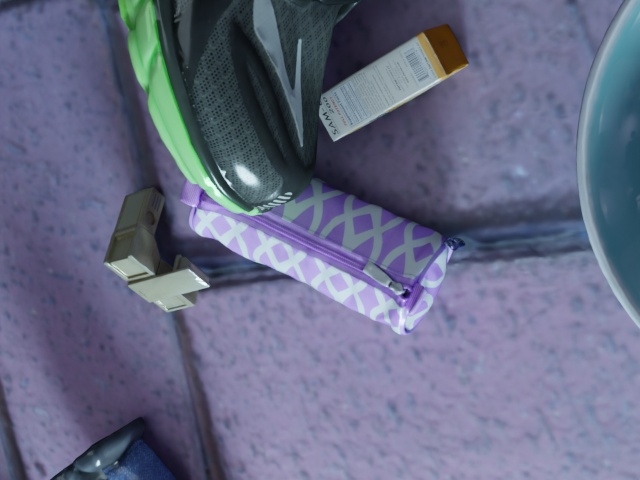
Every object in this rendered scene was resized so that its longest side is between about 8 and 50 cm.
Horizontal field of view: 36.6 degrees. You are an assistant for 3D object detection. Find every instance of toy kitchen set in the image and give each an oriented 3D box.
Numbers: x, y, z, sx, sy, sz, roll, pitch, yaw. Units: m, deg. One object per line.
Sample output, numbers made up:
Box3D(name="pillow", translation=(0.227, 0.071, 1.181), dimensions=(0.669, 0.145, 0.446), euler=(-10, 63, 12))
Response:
Box3D(name="toy kitchen set", translation=(-0.126, 0.006, 0.830), dimensions=(0.068, 0.075, 0.083), euler=(-14, 139, 31))

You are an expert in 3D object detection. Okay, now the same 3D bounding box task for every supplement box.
Box3D(name="supplement box", translation=(0.050, -0.113, 0.695), dimensions=(0.098, 0.062, 0.036), euler=(-27, 95, 29))

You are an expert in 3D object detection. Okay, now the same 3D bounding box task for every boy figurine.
Box3D(name="boy figurine", translation=(-0.136, 0.312, 0.895), dimensions=(0.177, 0.092, 0.285), euler=(-35, 86, 26))

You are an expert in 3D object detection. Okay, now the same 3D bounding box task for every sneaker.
Box3D(name="sneaker", translation=(0.011, -0.240, 0.587), dimensions=(0.202, 0.185, 0.483), euler=(16, 104, 15))

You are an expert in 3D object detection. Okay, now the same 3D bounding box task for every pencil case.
Box3D(name="pencil case", translation=(0.000, 0.000, 0.738), dimensions=(0.206, 0.088, 0.086), euler=(24, 112, 17))

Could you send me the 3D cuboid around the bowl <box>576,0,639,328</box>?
Box3D(name="bowl", translation=(0.314, -0.059, 0.533), dimensions=(0.311, 0.163, 0.312), euler=(7, 108, 23))
